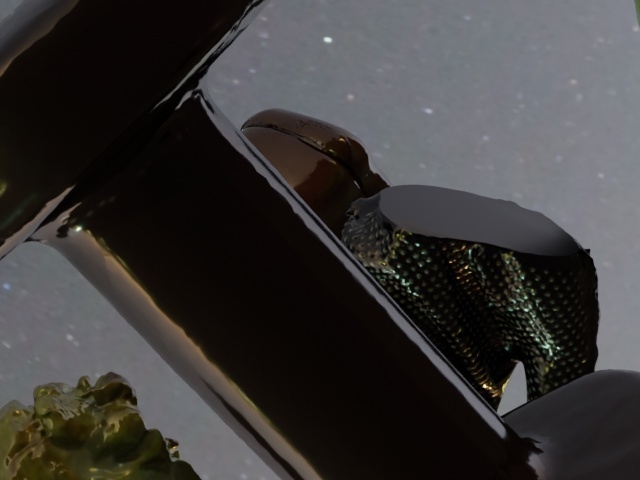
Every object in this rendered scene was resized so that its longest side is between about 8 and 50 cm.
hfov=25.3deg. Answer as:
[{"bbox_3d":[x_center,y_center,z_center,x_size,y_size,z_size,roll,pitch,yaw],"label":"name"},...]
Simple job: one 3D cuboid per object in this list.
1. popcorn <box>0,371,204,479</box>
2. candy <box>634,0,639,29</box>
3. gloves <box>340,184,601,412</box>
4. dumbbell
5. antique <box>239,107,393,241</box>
[{"bbox_3d":[-0.225,0.238,1.367,0.221,0.204,0.183,46,-118,-13],"label":"popcorn"},{"bbox_3d":[0.253,-0.114,0.852,0.142,0.132,0.343,-8,-97,-21],"label":"candy"},{"bbox_3d":[0.061,0.072,0.711,0.129,0.106,0.180,-2,-64,-31],"label":"gloves"},{"bbox_3d":[-0.006,0.028,0.379,0.225,0.140,0.124,47,-147,-11],"label":"dumbbell"},{"bbox_3d":[0.000,0.000,1.257,0.129,0.223,0.278,-51,-22,-16],"label":"antique"}]
